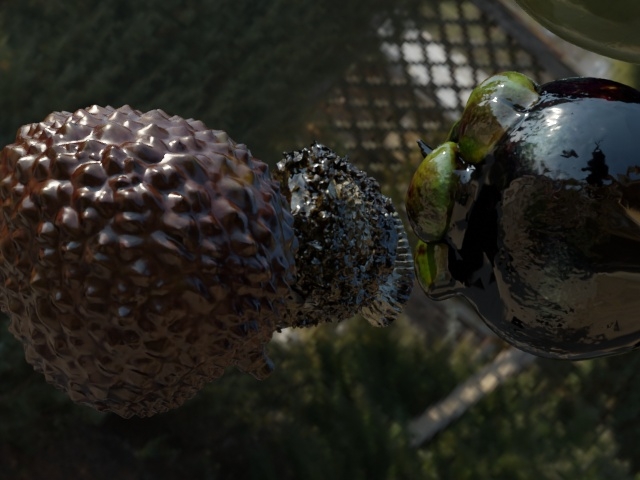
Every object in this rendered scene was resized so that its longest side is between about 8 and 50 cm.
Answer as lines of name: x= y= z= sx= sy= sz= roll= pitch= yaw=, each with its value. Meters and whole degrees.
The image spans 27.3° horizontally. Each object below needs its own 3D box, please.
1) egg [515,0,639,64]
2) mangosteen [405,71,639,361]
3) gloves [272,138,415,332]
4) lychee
egg: x=0.276 y=-0.264 z=1.141 sx=0.295 sy=0.218 sz=0.218 roll=31 pitch=8 yaw=-14
mangosteen: x=0.183 y=-0.020 z=1.028 sx=0.243 sy=0.243 sz=0.243 roll=38 pitch=6 yaw=-5
gloves: x=0.006 y=0.003 z=1.402 sx=0.135 sy=0.210 sz=0.312 roll=-1 pitch=-15 yaw=19
lychee: x=-0.148 y=0.015 z=1.130 sx=0.304 sy=0.276 sz=0.276 roll=42 pitch=5 yaw=-17
